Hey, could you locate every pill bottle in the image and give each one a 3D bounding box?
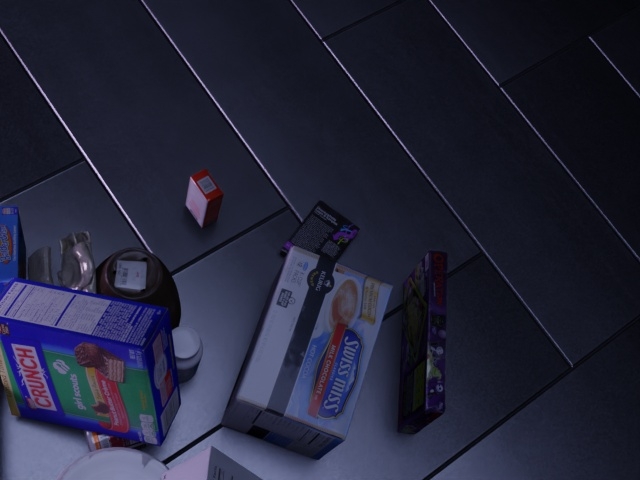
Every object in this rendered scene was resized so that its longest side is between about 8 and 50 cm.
[{"bbox_3d":[-0.283,0.228,1.944,0.087,0.160,0.087,5,66,-11],"label":"pill bottle"},{"bbox_3d":[-0.384,0.376,1.899,0.152,0.086,0.086,-16,72,-19],"label":"pill bottle"}]

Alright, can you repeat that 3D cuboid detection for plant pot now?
[{"bbox_3d":[-0.380,0.107,1.935,0.215,0.230,0.215,5,67,-11],"label":"plant pot"}]

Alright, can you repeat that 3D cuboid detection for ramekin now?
[{"bbox_3d":[-0.384,0.535,1.808,0.273,0.127,0.273,5,66,-11],"label":"ramekin"}]

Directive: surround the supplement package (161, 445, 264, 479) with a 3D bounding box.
[{"bbox_3d":[-0.166,0.508,1.755,0.244,0.139,0.134,41,31,-29],"label":"supplement package"}]

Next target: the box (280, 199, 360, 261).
[{"bbox_3d":[0.000,0.000,2.181,0.116,0.029,0.162,36,66,3],"label":"box"}]

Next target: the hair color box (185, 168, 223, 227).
[{"bbox_3d":[-0.254,-0.090,2.097,0.043,0.141,0.072,-31,77,-23],"label":"hair color box"}]

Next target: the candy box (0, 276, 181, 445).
[{"bbox_3d":[-0.437,0.228,1.798,0.317,0.268,0.122,10,40,13],"label":"candy box"}]

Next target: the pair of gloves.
[{"bbox_3d":[-0.520,0.095,1.913,0.042,0.240,0.204,8,70,-46],"label":"pair of gloves"}]

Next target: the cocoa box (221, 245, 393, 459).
[{"bbox_3d":[-0.027,0.233,1.961,0.228,0.231,0.347,22,65,-4],"label":"cocoa box"}]

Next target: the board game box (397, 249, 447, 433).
[{"bbox_3d":[0.216,0.217,2.039,0.056,0.208,0.347,10,66,-12],"label":"board game box"}]

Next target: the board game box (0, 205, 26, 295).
[{"bbox_3d":[-0.616,0.046,1.918,0.047,0.210,0.160,-2,67,-13],"label":"board game box"}]
